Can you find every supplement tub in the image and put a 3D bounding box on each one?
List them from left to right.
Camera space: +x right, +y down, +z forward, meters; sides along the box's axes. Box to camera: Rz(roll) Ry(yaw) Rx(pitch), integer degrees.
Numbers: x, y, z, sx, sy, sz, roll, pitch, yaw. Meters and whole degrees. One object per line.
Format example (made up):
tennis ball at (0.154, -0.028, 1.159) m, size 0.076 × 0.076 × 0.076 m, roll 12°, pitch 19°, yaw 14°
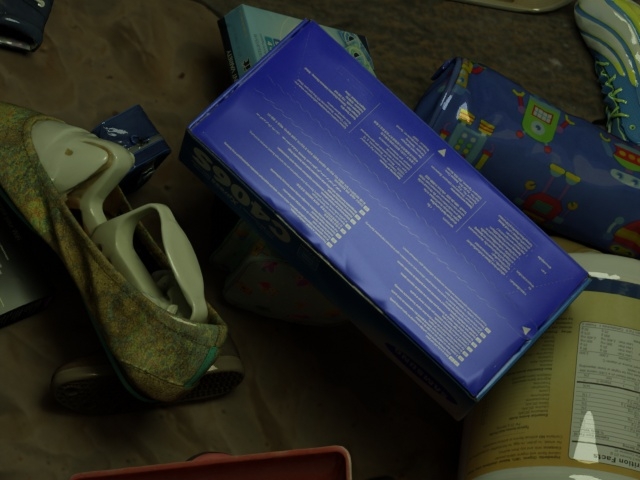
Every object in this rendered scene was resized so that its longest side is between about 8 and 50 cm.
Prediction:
supplement tub at (0.243, 0.195, 1.851) m, size 0.228 × 0.228 × 0.316 m, roll 18°, pitch 61°, yaw -15°

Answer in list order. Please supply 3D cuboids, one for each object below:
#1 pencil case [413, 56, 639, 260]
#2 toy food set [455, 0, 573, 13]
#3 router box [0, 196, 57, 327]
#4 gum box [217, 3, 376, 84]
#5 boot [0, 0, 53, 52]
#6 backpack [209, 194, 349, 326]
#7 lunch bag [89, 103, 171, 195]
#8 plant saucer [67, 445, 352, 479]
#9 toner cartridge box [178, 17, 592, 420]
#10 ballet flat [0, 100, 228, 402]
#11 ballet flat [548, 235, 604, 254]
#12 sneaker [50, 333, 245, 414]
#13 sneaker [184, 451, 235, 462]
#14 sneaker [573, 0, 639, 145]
pencil case at (0.237, -0.085, 2.042) m, size 0.306 × 0.119 × 0.133 m, roll 23°, pitch 62°, yaw -12°
toy food set at (0.139, -0.379, 2.153) m, size 0.306 × 0.092 × 0.220 m, roll 8°, pitch 64°, yaw -19°
router box at (-0.339, 0.002, 1.797) m, size 0.133 × 0.046 × 0.179 m, roll -22°, pitch 77°, yaw -31°
gum box at (-0.009, -0.143, 1.969) m, size 0.184 × 0.041 × 0.157 m, roll 9°, pitch 60°, yaw -48°
boot at (-0.345, -0.249, 1.897) m, size 0.190 × 0.069 × 0.086 m, roll 18°, pitch 58°, yaw -17°
backpack at (0.000, 0.000, 1.873) m, size 0.188 × 0.166 × 0.144 m, roll 7°, pitch 66°, yaw -16°
lunch bag at (-0.186, -0.077, 1.869) m, size 0.067 × 0.098 × 0.065 m, roll -32°, pitch 85°, yaw -39°
plant saucer at (-0.088, 0.317, 1.686) m, size 0.258 × 0.048 × 0.259 m, roll -7°, pitch 70°, yaw 12°
toner cartridge box at (0.055, -0.020, 1.758) m, size 0.348 × 0.075 × 0.165 m, roll 44°, pitch 69°, yaw 7°
ballet flat at (-0.193, -0.018, 1.774) m, size 0.123 × 0.123 × 0.348 m, roll -23°, pitch 68°, yaw -30°
ballet flat at (0.314, 0.067, 2.032) m, size 0.232 × 0.073 × 0.080 m, roll 41°, pitch 57°, yaw -1°
sneaker at (-0.165, 0.112, 1.822) m, size 0.188 × 0.066 × 0.071 m, roll -1°, pitch 50°, yaw -29°
sneaker at (0.004, 0.294, 1.755) m, size 0.314 × 0.136 × 0.116 m, roll 45°, pitch 57°, yaw 2°
sneaker at (0.341, -0.157, 2.139) m, size 0.240 × 0.091 × 0.126 m, roll 47°, pitch 58°, yaw 2°
